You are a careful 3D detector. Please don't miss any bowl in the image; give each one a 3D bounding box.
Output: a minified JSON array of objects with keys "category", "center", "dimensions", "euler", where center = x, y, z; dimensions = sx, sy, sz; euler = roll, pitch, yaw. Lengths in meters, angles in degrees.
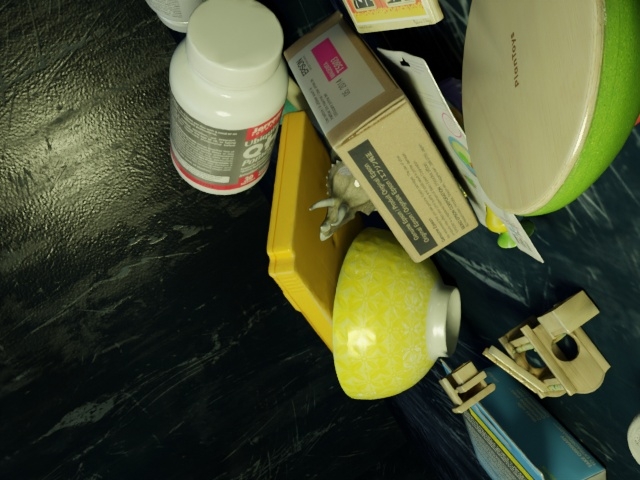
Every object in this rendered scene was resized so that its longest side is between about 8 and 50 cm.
[{"category":"bowl","center":[0.144,0.126,1.120],"dimensions":[0.156,0.290,0.289],"euler":[3,142,24]}]

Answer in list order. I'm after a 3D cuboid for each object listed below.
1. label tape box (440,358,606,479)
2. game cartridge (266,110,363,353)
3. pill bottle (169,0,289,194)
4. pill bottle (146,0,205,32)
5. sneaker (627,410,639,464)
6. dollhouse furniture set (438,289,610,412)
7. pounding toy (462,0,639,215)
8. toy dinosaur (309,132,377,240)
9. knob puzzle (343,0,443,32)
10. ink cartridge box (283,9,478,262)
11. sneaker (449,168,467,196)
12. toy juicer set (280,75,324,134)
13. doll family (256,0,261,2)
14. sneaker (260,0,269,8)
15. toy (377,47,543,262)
[{"category":"label tape box","center":[0.329,0.328,1.070],"dimensions":[0.241,0.105,0.334],"euler":[49,168,47]},{"category":"game cartridge","center":[0.000,0.000,1.099],"dimensions":[0.324,0.052,0.286],"euler":[56,-148,-51]},{"category":"pill bottle","center":[-0.144,-0.216,1.040],"dimensions":[0.176,0.176,0.318],"euler":[55,157,14]},{"category":"pill bottle","center":[-0.259,-0.501,1.235],"dimensions":[0.160,0.160,0.283],"euler":[57,172,3]},{"category":"sneaker","center":[0.327,0.196,0.551],"dimensions":[0.105,0.115,0.281],"euler":[57,172,1]},{"category":"dollhouse furniture set","center":[0.238,0.158,0.774],"dimensions":[0.101,0.160,0.182],"euler":[55,173,13]},{"category":"pounding toy","center":[0.168,-0.132,0.402],"dimensions":[0.183,0.110,0.237],"euler":[-114,24,-69]},{"category":"toy dinosaur","center":[0.049,-0.138,1.020],"dimensions":[0.160,0.120,0.314],"euler":[74,-167,-67]},{"category":"knob puzzle","center":[0.020,-0.274,0.602],"dimensions":[0.213,0.030,0.213],"euler":[55,171,12]},{"category":"ink cartridge box","center":[0.063,-0.120,0.755],"dimensions":[0.193,0.088,0.235],"euler":[49,-167,-38]},{"category":"sneaker","center":[0.168,-0.070,0.820],"dimensions":[0.035,0.031,0.083],"euler":[26,157,8]},{"category":"toy juicer set","center":[-0.100,-0.283,1.210],"dimensions":[0.328,0.090,0.209],"euler":[20,160,32]},{"category":"doll family","center":[-0.076,-0.388,0.896],"dimensions":[0.111,0.076,0.193],"euler":[61,169,7]},{"category":"sneaker","center":[-0.124,-0.376,1.244],"dimensions":[0.106,0.101,0.267],"euler":[34,178,-23]},{"category":"toy","center":[0.152,-0.097,0.672],"dimensions":[0.237,0.056,0.137],"euler":[57,179,-23]}]
